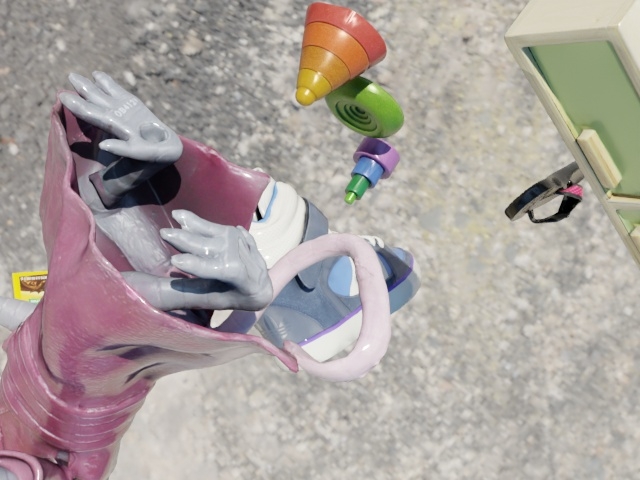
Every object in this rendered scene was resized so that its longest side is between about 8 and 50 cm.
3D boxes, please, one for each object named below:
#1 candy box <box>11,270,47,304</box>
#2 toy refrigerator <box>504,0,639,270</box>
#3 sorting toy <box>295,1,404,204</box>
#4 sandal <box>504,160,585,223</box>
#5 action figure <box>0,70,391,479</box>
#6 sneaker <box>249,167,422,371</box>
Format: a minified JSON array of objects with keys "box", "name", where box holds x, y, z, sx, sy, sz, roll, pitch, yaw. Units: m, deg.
[{"box":[-0.341,0.088,1.599,0.206,0.105,0.027,-4,148,-19],"name":"candy box"},{"box":[0.249,-0.072,0.798,0.094,0.102,0.269,-52,122,-22],"name":"toy refrigerator"},{"box":[0.031,-0.164,1.522,0.126,0.127,0.365,-58,154,-21],"name":"sorting toy"},{"box":[0.227,-0.038,1.072,0.067,0.040,0.179,-46,169,27],"name":"sandal"},{"box":[-0.155,0.078,0.758,0.276,0.248,0.370,18,125,-16],"name":"action figure"},{"box":[-0.001,0.000,1.387,0.323,0.130,0.236,-34,103,-52],"name":"sneaker"}]
